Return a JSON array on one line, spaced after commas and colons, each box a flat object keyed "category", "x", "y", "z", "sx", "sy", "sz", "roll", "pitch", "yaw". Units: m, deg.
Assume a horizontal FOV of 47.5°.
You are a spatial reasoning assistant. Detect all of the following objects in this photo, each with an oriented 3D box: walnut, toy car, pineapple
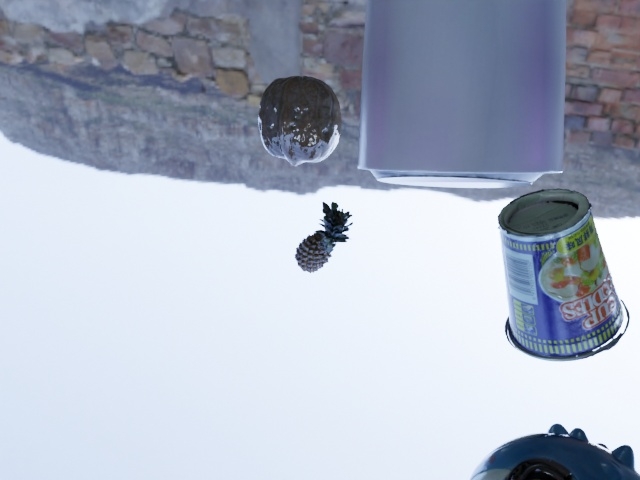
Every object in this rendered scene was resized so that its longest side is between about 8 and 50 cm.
[{"category": "walnut", "x": -0.049, "y": -0.292, "z": 1.773, "sx": 0.224, "sy": 0.224, "sz": 0.224, "roll": 2, "pitch": -146, "yaw": -1}, {"category": "toy car", "x": 0.328, "y": 0.339, "z": 0.961, "sx": 0.255, "sy": 0.188, "sz": 0.190, "roll": 22, "pitch": -128, "yaw": 7}, {"category": "pineapple", "x": 0.001, "y": 0.000, "z": 1.732, "sx": 0.083, "sy": 0.221, "sz": 0.103, "roll": 10, "pitch": -128, "yaw": -26}]

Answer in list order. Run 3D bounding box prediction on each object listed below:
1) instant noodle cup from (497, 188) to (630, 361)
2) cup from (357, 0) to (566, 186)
[{"category": "instant noodle cup", "x": 0.520, "y": 0.063, "z": 1.619, "sx": 0.284, "sy": 0.312, "sz": 0.284, "roll": -16, "pitch": -152, "yaw": 9}, {"category": "cup", "x": 0.175, "y": -0.246, "z": 0.898, "sx": 0.253, "sy": 0.372, "sz": 0.253, "roll": 0, "pitch": -172, "yaw": 0}]
